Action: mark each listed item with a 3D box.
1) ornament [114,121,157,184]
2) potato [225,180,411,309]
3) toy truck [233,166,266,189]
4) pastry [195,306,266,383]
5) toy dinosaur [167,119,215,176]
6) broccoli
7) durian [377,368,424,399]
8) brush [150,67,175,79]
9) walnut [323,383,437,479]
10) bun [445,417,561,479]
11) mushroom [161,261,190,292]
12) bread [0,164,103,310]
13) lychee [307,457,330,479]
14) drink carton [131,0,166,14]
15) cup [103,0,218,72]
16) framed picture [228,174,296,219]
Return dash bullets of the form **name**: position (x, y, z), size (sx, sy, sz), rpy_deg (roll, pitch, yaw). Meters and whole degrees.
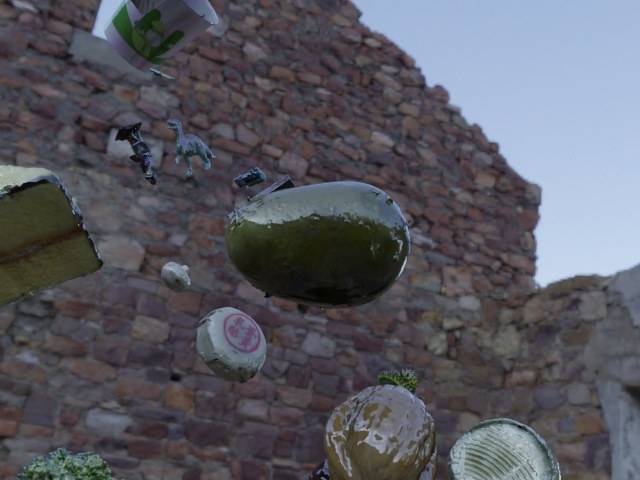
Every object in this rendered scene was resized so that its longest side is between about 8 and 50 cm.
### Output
- **ornament**: position (-0.561, -0.272, 2.179), size (0.088, 0.203, 0.081), rpy_deg (-24, -15, -32)
- **potato**: position (-0.009, 0.015, 1.358), size (0.359, 0.219, 0.270), rpy_deg (-2, -54, -17)
- **toy truck**: position (-0.197, -0.171, 1.930), size (0.083, 0.039, 0.044), rpy_deg (-20, -66, 17)
- **pastry**: position (-0.297, 0.350, 2.323), size (0.264, 0.265, 0.133), rpy_deg (23, -44, -35)
- **toy dinosaur**: position (-0.368, -0.276, 2.029), size (0.053, 0.167, 0.242), rpy_deg (-2, 11, 24)
- **broccoli**: position (-0.555, 0.605, 1.555), size (0.263, 0.247, 0.243), rpy_deg (43, -25, -24)
- **durian**: position (0.218, 0.399, 1.884), size (0.086, 0.100, 0.215), rpy_deg (-5, -12, -22)
- **brush**: position (-0.376, -0.392, 1.642), size (0.083, 0.013, 0.016), rpy_deg (29, 16, 34)
- **walnut**: position (0.119, 0.417, 1.378), size (0.257, 0.257, 0.225), rpy_deg (16, -54, -20)
- **bun**: position (0.430, 0.552, 1.605), size (0.259, 0.259, 0.152), rpy_deg (1, -39, 23)
- **mushroom**: position (-0.360, 0.091, 1.734), size (0.083, 0.067, 0.084), rpy_deg (34, -38, 31)
- **bread**: position (-0.544, 0.004, 1.242), size (0.236, 0.198, 0.263), rpy_deg (-1, -38, 7)
- **lychee**: position (0.077, 0.641, 1.709), size (0.235, 0.236, 0.271), rpy_deg (-5, -17, 35)
- **drink carton**: position (-0.435, -0.655, 1.591), size (0.222, 0.102, 0.134), rpy_deg (55, -12, -11)
- **cup**: position (-0.477, -0.652, 2.026), size (0.274, 0.253, 0.253), rpy_deg (-37, -38, 19)
- **framed picture**: position (-0.114, -0.061, 1.625), size (0.168, 0.023, 0.128), rpy_deg (-34, -49, 1)
